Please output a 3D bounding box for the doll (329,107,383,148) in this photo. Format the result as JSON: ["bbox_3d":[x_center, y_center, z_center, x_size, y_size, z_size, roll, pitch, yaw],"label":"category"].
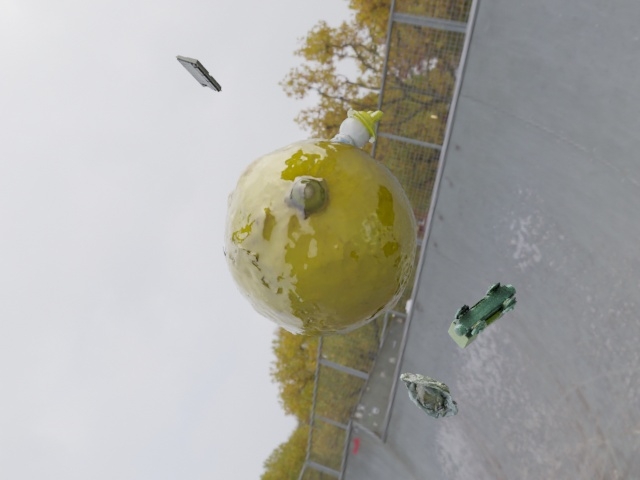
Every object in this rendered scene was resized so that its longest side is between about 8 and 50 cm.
[{"bbox_3d":[0.051,-0.211,1.295,0.241,0.098,0.135,-48,-9,-5],"label":"doll"}]

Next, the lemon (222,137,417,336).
[{"bbox_3d":[0.000,0.001,0.736,0.261,0.260,0.284,-69,12,-21],"label":"lemon"}]

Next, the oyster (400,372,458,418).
[{"bbox_3d":[0.205,0.288,1.053,0.037,0.098,0.100,-58,-43,-51],"label":"oyster"}]

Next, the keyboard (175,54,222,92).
[{"bbox_3d":[-0.240,-0.331,1.128,0.129,0.049,0.015,38,-112,-76],"label":"keyboard"}]

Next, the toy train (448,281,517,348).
[{"bbox_3d":[0.252,0.116,0.878,0.122,0.050,0.081,-32,-29,-18],"label":"toy train"}]
